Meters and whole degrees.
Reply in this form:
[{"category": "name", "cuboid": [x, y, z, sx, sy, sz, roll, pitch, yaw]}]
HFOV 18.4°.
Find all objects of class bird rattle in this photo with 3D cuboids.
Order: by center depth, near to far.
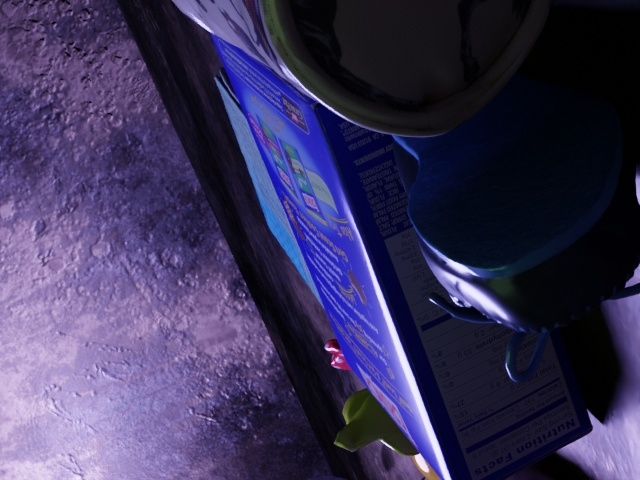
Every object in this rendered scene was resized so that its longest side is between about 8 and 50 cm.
[{"category": "bird rattle", "cuboid": [0.090, 0.159, 1.741, 0.207, 0.143, 0.253, 49, 177, -6]}]

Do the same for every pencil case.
[{"category": "pencil case", "cuboid": [0.001, -0.175, 1.127, 0.183, 0.160, 0.410, 57, 175, -19]}]

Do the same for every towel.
[{"category": "towel", "cuboid": [0.000, 0.000, 2.155, 0.370, 0.040, 0.271, 55, 168, 45]}]

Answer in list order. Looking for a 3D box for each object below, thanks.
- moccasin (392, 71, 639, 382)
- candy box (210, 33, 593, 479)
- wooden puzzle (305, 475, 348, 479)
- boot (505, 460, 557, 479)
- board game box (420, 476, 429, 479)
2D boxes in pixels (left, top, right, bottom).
[{"category": "moccasin", "cuboid": [0.121, -0.012, 1.053, 0.117, 0.138, 0.342, 63, -173, -15]}, {"category": "candy box", "cuboid": [0.055, -0.014, 1.416, 0.317, 0.122, 0.268, 70, 170, -24]}, {"category": "wooden puzzle", "cuboid": [0.159, 0.295, 1.377, 0.348, 0.080, 0.322, 19, 148, 25]}, {"category": "boot", "cuboid": [0.206, 0.284, 1.580, 0.207, 0.090, 0.248, -101, -12, -69]}, {"category": "board game box", "cuboid": [0.157, 0.287, 1.736, 0.141, 0.048, 0.170, 40, -177, -23]}]
